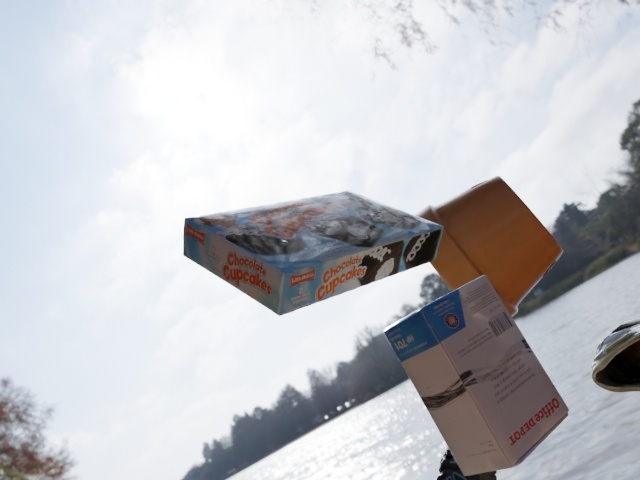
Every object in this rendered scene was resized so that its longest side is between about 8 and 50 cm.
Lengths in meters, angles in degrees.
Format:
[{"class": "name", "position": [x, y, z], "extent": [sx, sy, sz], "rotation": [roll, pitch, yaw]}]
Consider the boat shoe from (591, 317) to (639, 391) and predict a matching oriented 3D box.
[{"class": "boat shoe", "position": [0.459, 0.128, 0.677], "extent": [0.103, 0.113, 0.302], "rotation": [-28, -9, -31]}]

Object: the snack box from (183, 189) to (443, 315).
[{"class": "snack box", "position": [0.000, 0.000, 0.788], "extent": [0.322, 0.187, 0.060], "rotation": [-14, -59, -45]}]

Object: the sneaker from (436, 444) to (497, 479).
[{"class": "sneaker", "position": [0.244, 0.448, 1.031], "extent": [0.140, 0.341, 0.125], "rotation": [-4, -38, 8]}]

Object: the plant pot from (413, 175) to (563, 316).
[{"class": "plant pot", "position": [0.344, 0.007, 1.173], "extent": [0.203, 0.291, 0.291], "rotation": [-41, -19, 16]}]

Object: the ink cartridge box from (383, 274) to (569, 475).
[{"class": "ink cartridge box", "position": [0.185, 0.155, 0.686], "extent": [0.139, 0.190, 0.082], "rotation": [-19, -14, -40]}]
